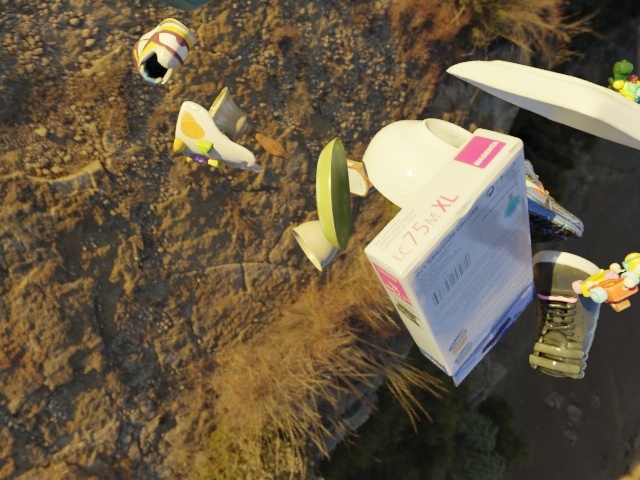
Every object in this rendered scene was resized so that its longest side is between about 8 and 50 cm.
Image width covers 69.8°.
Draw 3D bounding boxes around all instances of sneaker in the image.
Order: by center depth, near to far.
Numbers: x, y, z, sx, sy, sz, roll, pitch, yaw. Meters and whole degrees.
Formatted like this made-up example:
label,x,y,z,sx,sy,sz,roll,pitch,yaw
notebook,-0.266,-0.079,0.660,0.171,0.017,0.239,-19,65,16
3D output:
label,x,y,z,sx,sy,sz,roll,pitch,yaw
sneaker,0.274,-0.067,0.625,0.221,0.083,0.087,30,73,-15
sneaker,-0.273,-0.289,0.745,0.069,0.185,0.084,34,68,-30
sneaker,0.395,0.137,0.750,0.296,0.104,0.147,48,60,-45

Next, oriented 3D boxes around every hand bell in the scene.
label,x,y,z,sx,sy,sz,roll,pitch,yaw
hand bell,-0.182,-0.288,1.237,0.242,0.126,0.126,31,88,-25

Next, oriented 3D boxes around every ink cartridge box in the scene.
label,x,y,z,sx,sy,sz,roll,pitch,yaw
ink cartridge box,0.176,0.044,0.554,0.186,0.065,0.311,-46,136,-11

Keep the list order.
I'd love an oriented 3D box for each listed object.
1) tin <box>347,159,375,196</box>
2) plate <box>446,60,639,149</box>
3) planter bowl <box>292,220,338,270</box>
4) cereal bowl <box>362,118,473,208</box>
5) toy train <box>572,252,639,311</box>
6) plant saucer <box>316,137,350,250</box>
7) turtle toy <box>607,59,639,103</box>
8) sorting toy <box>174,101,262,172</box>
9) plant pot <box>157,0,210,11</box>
label,x,y,z,sx,sy,sz,roll,pitch,yaw
tin,0.107,-0.200,1.469,0.040,0.189,0.106,-25,116,-22
plate,0.365,-0.196,0.667,0.278,0.277,0.045,10,114,-28
planter bowl,0.000,0.000,1.455,0.109,0.162,0.162,-36,131,-9
cereal bowl,0.277,-0.178,1.052,0.339,0.339,0.141,-10,136,-39
toy train,0.409,0.052,0.597,0.166,0.125,0.046,-24,83,-10
plant saucer,0.029,-0.096,0.981,0.241,0.037,0.241,-2,90,-78
turtle toy,0.810,-0.412,1.220,0.130,0.066,0.095,64,24,0
sorting toy,-0.092,-0.086,0.440,0.083,0.075,0.045,70,43,-85
plant pot,-0.326,-0.659,1.060,0.290,0.290,0.195,-50,139,-12
